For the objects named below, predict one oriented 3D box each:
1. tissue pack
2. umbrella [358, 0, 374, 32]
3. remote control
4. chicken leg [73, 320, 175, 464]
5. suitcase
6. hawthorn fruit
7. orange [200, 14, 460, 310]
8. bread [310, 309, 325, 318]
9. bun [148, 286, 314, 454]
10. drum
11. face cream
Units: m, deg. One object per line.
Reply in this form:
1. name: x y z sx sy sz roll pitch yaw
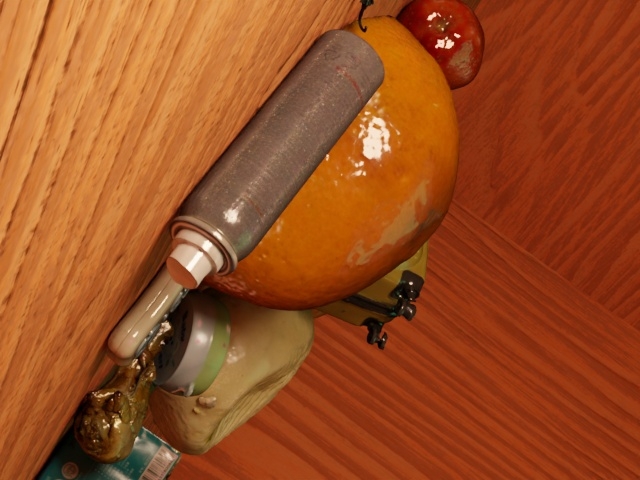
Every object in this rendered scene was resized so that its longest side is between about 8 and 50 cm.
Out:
1. tissue pack: -0.246 0.270 1.665 0.169 0.120 0.082 -55 179 -7
2. umbrella: 0.050 -0.246 1.413 0.022 0.022 0.149 -14 152 -19
3. remote control: -0.161 0.066 1.456 0.122 0.032 0.074 -54 178 -18
4. chicken leg: -0.202 0.153 1.603 0.178 0.070 0.093 -62 177 -35
5. suitcase: 0.037 -0.012 1.851 0.143 0.194 0.235 -49 -156 44
6. hawthorn fruit: 0.154 -0.260 1.991 0.133 0.133 0.138 -54 164 -8
7. orange: 0.017 -0.076 1.563 0.274 0.274 0.310 122 -21 -65
8. bread: 0.000 0.000 2.245 0.236 0.165 0.375 -52 180 8
9. bun: -0.125 0.143 1.913 0.259 0.160 0.259 -39 168 -10
10. drum: -0.179 0.127 1.727 0.253 0.049 0.130 -22 -127 57
11. face cream: -0.043 -0.071 1.327 0.283 0.073 0.073 -54 178 -29
